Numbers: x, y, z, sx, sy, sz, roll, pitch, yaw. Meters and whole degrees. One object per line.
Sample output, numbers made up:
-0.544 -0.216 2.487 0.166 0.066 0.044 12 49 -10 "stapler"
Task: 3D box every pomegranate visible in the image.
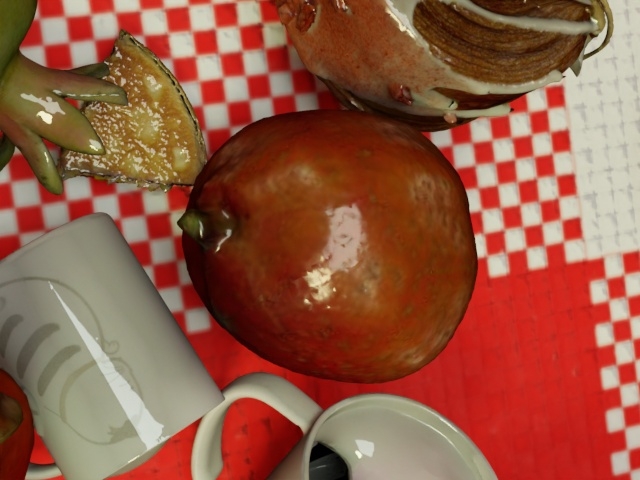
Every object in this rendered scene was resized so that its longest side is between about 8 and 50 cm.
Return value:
-0.201 -0.108 0.734 0.191 0.131 0.152 29 84 -34 "pomegranate"

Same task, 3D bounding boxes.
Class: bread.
0.073 -0.172 0.845 0.224 0.142 0.212 44 60 -17 "bread"

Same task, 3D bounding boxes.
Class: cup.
0.000 0.174 0.799 0.173 0.142 0.134 23 46 -17 "cup"
-0.143 0.072 0.759 0.136 0.099 0.133 -31 89 -11 "cup"

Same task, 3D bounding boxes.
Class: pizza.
-0.115 -0.078 0.822 0.100 0.029 0.099 1 82 -25 "pizza"

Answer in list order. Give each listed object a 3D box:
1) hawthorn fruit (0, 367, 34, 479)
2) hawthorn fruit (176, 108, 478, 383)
-0.255 0.130 0.621 0.307 0.265 0.265 -24 102 17 "hawthorn fruit"
0.000 0.000 0.784 0.188 0.169 0.169 14 84 -53 "hawthorn fruit"
